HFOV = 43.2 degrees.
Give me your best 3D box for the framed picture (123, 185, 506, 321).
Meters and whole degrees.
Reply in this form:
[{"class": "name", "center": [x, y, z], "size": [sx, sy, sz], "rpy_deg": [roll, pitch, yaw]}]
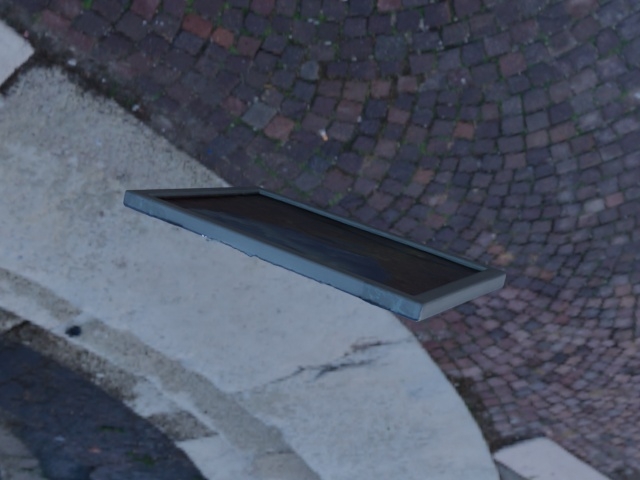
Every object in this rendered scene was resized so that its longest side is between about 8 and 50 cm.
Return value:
[{"class": "framed picture", "center": [0.000, 0.000, 0.622], "size": [0.250, 0.184, 0.016], "rpy_deg": [20, 103, 27]}]
